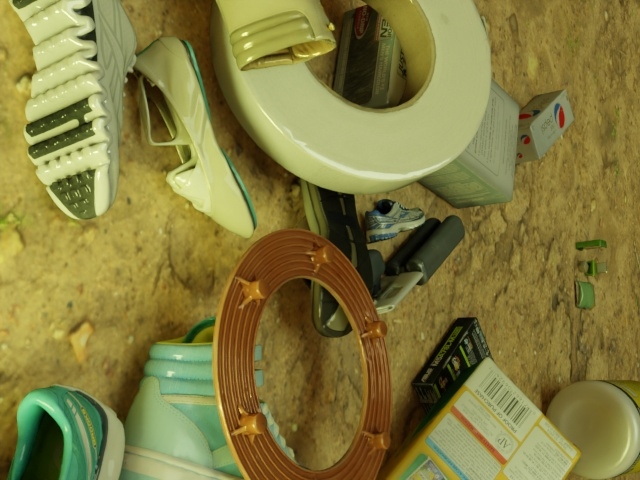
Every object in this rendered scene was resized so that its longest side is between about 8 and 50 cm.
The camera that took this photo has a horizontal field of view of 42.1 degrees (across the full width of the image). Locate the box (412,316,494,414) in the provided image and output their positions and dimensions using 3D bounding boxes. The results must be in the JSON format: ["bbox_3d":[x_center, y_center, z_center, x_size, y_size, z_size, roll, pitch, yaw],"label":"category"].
[{"bbox_3d":[0.238,0.255,1.377,0.184,0.045,0.191,-45,119,-41],"label":"box"}]

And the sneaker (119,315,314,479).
[{"bbox_3d":[-0.078,0.202,0.940,0.319,0.127,0.208,31,63,-45],"label":"sneaker"}]

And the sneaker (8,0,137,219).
[{"bbox_3d":[-0.231,-0.168,0.837,0.118,0.110,0.292,-5,89,-59],"label":"sneaker"}]

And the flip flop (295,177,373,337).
[{"bbox_3d":[0.000,0.000,1.112,0.112,0.080,0.277,17,55,-48],"label":"flip flop"}]

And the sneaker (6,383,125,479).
[{"bbox_3d":[-0.249,0.263,0.725,0.110,0.106,0.276,55,31,-62],"label":"sneaker"}]

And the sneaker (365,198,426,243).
[{"bbox_3d":[0.114,-0.039,1.270,0.135,0.052,0.058,-22,97,-50],"label":"sneaker"}]

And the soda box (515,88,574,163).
[{"bbox_3d":[0.440,-0.232,1.680,0.216,0.069,0.074,-41,116,-45],"label":"soda box"}]

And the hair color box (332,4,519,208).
[{"bbox_3d":[0.179,-0.206,1.325,0.374,0.113,0.186,28,64,-45],"label":"hair color box"}]

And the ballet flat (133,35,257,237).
[{"bbox_3d":[-0.152,-0.105,0.948,0.086,0.086,0.249,-35,109,-47],"label":"ballet flat"}]

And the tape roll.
[{"bbox_3d":[0.048,-0.253,1.088,0.391,0.072,0.392,7,74,-25],"label":"tape roll"}]

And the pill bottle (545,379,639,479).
[{"bbox_3d":[0.610,0.378,1.691,0.333,0.187,0.188,11,76,-49],"label":"pill bottle"}]

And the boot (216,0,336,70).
[{"bbox_3d":[-0.016,-0.319,0.975,0.261,0.095,0.204,-23,86,-22],"label":"boot"}]

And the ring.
[{"bbox_3d":[0.000,0.149,0.948,0.336,0.032,0.337,23,62,-50],"label":"ring"}]

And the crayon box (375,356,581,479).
[{"bbox_3d":[0.207,0.351,1.193,0.203,0.083,0.323,46,57,4],"label":"crayon box"}]

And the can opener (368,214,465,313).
[{"bbox_3d":[0.129,0.021,1.258,0.283,0.075,0.095,-43,117,-46],"label":"can opener"}]

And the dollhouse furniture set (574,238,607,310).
[{"bbox_3d":[0.602,0.077,1.833,0.076,0.058,0.152,12,75,-49],"label":"dollhouse furniture set"}]
